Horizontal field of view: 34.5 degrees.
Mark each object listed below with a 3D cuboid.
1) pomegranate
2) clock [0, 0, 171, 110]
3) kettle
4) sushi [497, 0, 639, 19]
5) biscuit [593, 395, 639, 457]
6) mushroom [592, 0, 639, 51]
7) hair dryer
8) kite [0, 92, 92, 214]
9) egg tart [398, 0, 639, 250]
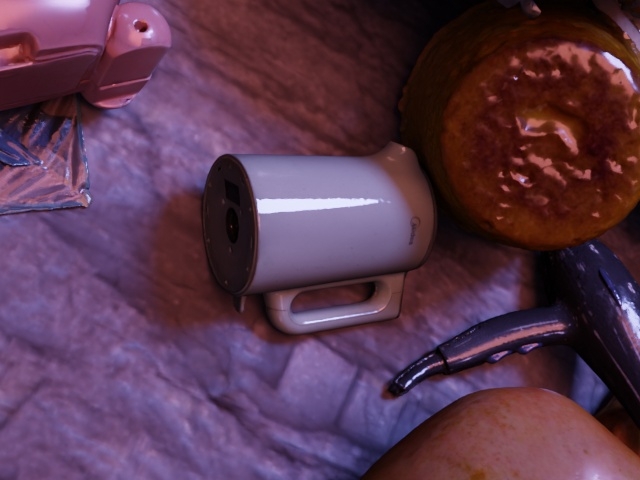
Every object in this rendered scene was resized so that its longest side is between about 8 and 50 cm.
[{"bbox_3d":[0.134,0.221,0.661,0.229,0.270,0.252,-17,81,-17],"label":"pomegranate"},{"bbox_3d":[-0.229,-0.195,0.631,0.227,0.142,0.241,-16,84,-25],"label":"clock"},{"bbox_3d":[0.003,-0.003,0.736,0.148,0.098,0.127,-4,77,-28],"label":"kettle"},{"bbox_3d":[0.184,-0.325,0.736,0.417,0.176,0.418,-2,62,4],"label":"sushi"},{"bbox_3d":[0.392,0.288,0.872,0.349,0.078,0.455,-10,85,-22],"label":"biscuit"},{"bbox_3d":[0.229,-0.247,0.858,0.151,0.156,0.286,13,83,-3],"label":"mushroom"},{"bbox_3d":[0.161,0.098,0.795,0.219,0.075,0.195,-16,58,-8],"label":"hair dryer"},{"bbox_3d":[-0.276,-0.124,0.678,0.314,0.011,0.335,42,67,-12],"label":"kite"},{"bbox_3d":[0.160,-0.083,0.750,0.202,0.147,0.203,1,101,3],"label":"egg tart"}]
